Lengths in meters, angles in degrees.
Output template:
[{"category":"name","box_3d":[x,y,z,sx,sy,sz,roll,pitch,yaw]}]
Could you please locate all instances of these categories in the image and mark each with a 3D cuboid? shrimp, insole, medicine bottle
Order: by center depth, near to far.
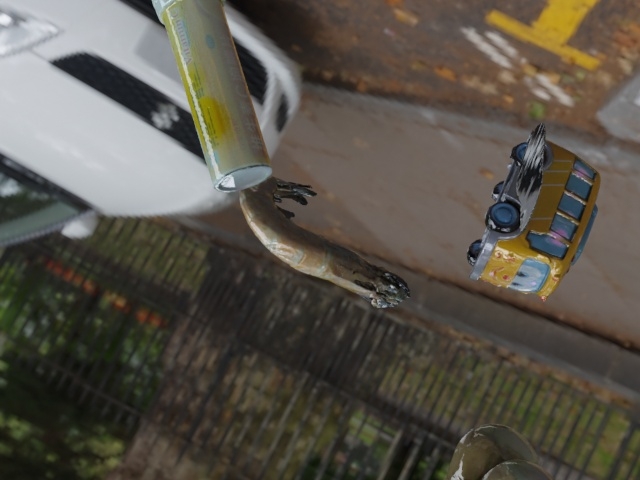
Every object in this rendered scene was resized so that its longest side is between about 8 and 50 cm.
[{"category":"insole","box_3d":[0.212,-0.068,1.173,0.003,0.080,0.232,20,-158,1]},{"category":"medicine bottle","box_3d":[-0.107,-0.158,1.173,0.074,0.074,0.218,90,163,-74]},{"category":"shrimp","box_3d":[0.000,0.000,1.252,0.219,0.046,0.152,30,-158,-24]}]

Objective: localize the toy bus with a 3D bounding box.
[{"category":"toy bus","box_3d":[0.283,-0.026,1.531,0.136,0.209,0.126,24,151,6]}]

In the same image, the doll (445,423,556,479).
[{"category":"doll","box_3d":[0.178,0.339,1.043,0.329,0.174,0.235,63,175,-11]}]
